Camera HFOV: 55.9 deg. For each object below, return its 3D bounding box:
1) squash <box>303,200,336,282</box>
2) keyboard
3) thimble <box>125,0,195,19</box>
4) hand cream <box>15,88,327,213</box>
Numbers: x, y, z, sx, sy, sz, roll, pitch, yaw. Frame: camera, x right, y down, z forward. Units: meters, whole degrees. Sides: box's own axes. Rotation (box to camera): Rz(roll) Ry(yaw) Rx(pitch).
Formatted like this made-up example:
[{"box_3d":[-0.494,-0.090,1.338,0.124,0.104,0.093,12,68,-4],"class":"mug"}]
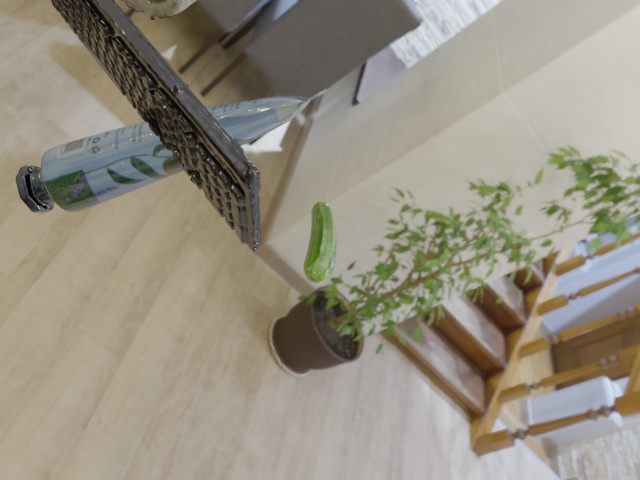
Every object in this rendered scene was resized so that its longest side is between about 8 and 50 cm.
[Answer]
[{"box_3d":[0.001,0.000,0.524,0.027,0.027,0.089,38,42,-31],"class":"squash"},{"box_3d":[-0.111,-0.101,0.360,0.017,0.087,0.250,-33,69,-19],"class":"keyboard"},{"box_3d":[-0.167,-0.300,0.638,0.090,0.115,0.102,-53,142,-31],"class":"thimble"},{"box_3d":[-0.123,-0.081,0.505,0.091,0.271,0.058,-76,148,-77],"class":"hand cream"}]
